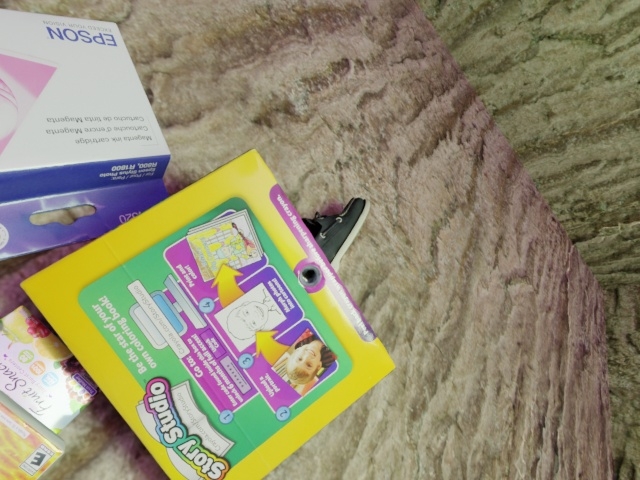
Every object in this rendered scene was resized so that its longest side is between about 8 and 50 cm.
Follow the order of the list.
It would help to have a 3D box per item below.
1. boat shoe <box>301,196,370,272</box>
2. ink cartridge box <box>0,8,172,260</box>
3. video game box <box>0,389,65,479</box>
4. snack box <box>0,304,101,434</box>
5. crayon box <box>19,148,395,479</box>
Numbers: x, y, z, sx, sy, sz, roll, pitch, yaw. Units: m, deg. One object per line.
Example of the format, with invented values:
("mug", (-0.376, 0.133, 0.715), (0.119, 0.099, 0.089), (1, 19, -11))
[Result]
("boat shoe", (-0.002, 0.003, 0.802), (0.113, 0.127, 0.340), (32, 52, 0))
("ink cartridge box", (-0.387, -0.156, 0.549), (0.324, 0.071, 0.330), (-22, 86, -46))
("video game box", (-0.394, 0.210, 0.369), (0.205, 0.048, 0.187), (50, 62, -14))
("snack box", (-0.343, 0.162, 0.469), (0.141, 0.037, 0.100), (51, 48, -13))
("crayon box", (-0.125, 0.115, 0.548), (0.313, 0.106, 0.362), (-34, 97, -13))
